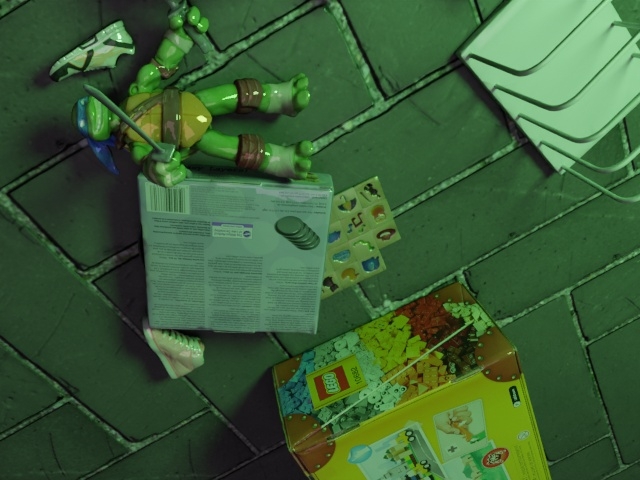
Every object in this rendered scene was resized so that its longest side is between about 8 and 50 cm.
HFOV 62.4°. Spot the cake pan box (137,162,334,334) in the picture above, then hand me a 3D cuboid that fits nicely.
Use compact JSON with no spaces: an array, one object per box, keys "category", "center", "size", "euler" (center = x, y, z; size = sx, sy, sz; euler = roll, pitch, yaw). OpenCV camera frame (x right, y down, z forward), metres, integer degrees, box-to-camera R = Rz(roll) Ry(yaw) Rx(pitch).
[{"category":"cake pan box","center":[-0.124,0.018,0.753],"size":[0.267,0.070,0.245],"euler":[2,117,-4]}]

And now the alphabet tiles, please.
[{"category":"alphabet tiles","center":[0.000,0.000,0.818],"size":[0.237,0.009,0.198],"euler":[-26,117,-2]}]

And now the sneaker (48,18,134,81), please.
[{"category":"sneaker","center":[-0.270,-0.214,0.626],"size":[0.109,0.040,0.043],"euler":[-30,123,4]}]

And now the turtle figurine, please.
[{"category":"turtle figurine","center":[-0.131,-0.156,0.590],"size":[0.267,0.197,0.274],"euler":[1,136,-25]}]

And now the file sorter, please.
[{"category":"file sorter","center":[0.365,-0.214,0.701],"size":[0.278,0.173,0.193],"euler":[37,104,-27]}]

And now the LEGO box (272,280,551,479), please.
[{"category":"LEGO box","center":[0.190,0.379,0.975],"size":[0.373,0.193,0.499],"euler":[-25,121,1]}]

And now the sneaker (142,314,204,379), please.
[{"category":"sneaker","center":[-0.227,0.160,0.839],"size":[0.070,0.051,0.134],"euler":[-20,124,-4]}]
